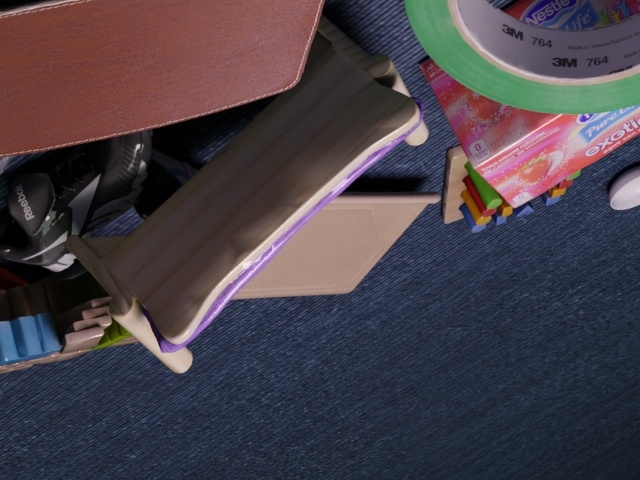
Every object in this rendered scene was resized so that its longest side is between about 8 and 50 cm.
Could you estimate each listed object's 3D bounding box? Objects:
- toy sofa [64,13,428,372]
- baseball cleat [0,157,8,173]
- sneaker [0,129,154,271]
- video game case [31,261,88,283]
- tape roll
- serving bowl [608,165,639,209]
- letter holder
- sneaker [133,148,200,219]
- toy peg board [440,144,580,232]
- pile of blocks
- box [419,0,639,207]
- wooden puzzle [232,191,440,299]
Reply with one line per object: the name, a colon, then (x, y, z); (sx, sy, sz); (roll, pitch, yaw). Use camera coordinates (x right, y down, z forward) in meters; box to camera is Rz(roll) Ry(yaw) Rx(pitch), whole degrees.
toy sofa: (-0.053, -0.033, 1.584); (0.362, 0.177, 0.150); (-44, 149, -5)
baseball cleat: (-0.294, -0.094, 1.427); (0.109, 0.072, 0.206); (-31, -162, -7)
sneaker: (-0.256, -0.045, 1.607); (0.106, 0.078, 0.234); (1, 145, -44)
video game case: (-0.279, 0.071, 1.855); (0.157, 0.019, 0.143); (-23, 152, -4)
tape roll: (0.238, -0.255, 1.497); (0.321, 0.077, 0.321); (4, 141, 3)
serving bowl: (0.426, -0.077, 2.174); (0.083, 0.027, 0.083); (-20, 152, -11)
letter holder: (-0.163, -0.205, 1.332); (0.301, 0.152, 0.214); (-15, 153, -19)
sneaker: (-0.132, -0.047, 1.730); (0.085, 0.086, 0.237); (-9, 151, 33)
toy peg board: (0.241, -0.066, 1.985); (0.161, 0.079, 0.161); (-20, 152, -10)
pile of blocks: (-0.303, 0.071, 1.716); (0.362, 0.113, 0.149); (-13, 171, -19)
box: (0.281, -0.189, 1.725); (0.300, 0.154, 0.142); (-31, 152, 14)
wooden puzzle: (0.000, 0.000, 1.948); (0.221, 0.044, 0.239); (-1, 149, -39)
